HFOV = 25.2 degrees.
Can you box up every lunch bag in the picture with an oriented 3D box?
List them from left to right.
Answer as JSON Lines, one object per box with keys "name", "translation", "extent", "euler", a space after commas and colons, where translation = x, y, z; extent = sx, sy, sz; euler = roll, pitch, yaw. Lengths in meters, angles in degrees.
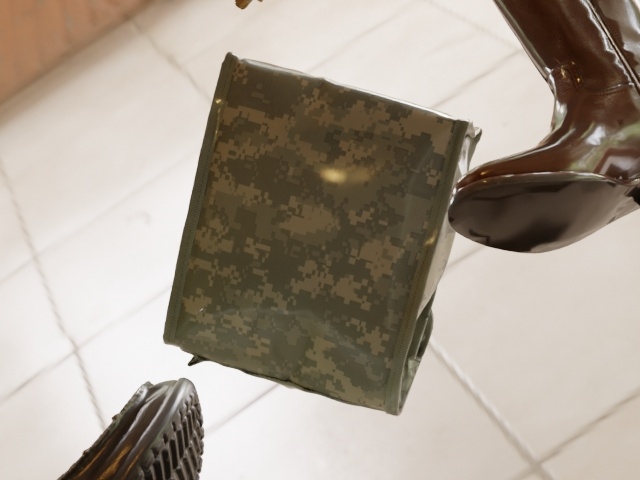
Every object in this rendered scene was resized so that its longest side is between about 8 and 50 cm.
{"name": "lunch bag", "translation": [0.000, 0.000, 1.314], "extent": [0.235, 0.287, 0.169], "euler": [16, 3, 10]}

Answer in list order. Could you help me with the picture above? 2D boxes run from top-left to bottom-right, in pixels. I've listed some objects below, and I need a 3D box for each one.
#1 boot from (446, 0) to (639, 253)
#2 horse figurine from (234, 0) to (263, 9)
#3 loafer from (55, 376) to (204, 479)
{"name": "boot", "translation": [0.065, -0.055, 0.439], "extent": [0.037, 0.106, 0.114], "euler": [-53, 50, 47]}
{"name": "horse figurine", "translation": [-0.005, -0.298, 1.254], "extent": [0.174, 0.066, 0.263], "euler": [-39, 30, 23]}
{"name": "loafer", "translation": [-0.134, 0.151, 0.770], "extent": [0.078, 0.080, 0.220], "euler": [14, 43, 21]}
